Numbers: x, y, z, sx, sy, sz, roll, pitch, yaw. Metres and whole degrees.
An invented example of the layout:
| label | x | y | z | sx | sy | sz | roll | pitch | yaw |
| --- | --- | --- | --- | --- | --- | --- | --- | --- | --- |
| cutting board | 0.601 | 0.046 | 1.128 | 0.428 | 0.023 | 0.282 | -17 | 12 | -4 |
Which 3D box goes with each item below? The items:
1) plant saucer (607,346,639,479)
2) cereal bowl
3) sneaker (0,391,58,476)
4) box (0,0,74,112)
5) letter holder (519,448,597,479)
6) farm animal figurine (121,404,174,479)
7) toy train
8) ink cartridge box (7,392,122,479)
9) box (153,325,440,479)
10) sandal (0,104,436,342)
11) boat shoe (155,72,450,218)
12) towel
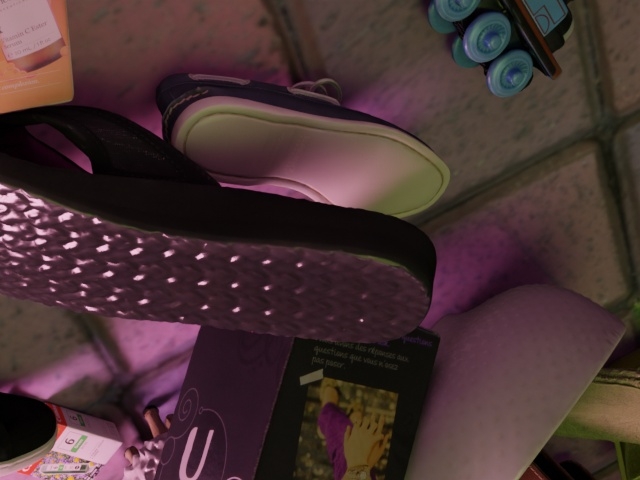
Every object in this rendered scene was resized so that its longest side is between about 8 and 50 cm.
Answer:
| label | x | y | z | sx | sy | sz | roll | pitch | yaw |
| --- | --- | --- | --- | --- | --- | --- | --- | --- | --- |
| plant saucer | 0.387 | 0.157 | 1.620 | 0.188 | 0.045 | 0.188 | -27 | 135 | -6 |
| cereal bowl | 0.124 | 0.169 | 1.358 | 0.339 | 0.141 | 0.339 | -51 | 171 | -11 |
| sneaker | -0.304 | 0.122 | 1.180 | 0.217 | 0.079 | 0.121 | 2 | 126 | -26 |
| box | -0.237 | -0.170 | 0.965 | 0.130 | 0.091 | 0.170 | -14 | 133 | -18 |
| letter holder | 0.161 | 0.351 | 1.608 | 0.302 | 0.214 | 0.152 | -49 | 165 | 14 |
| farm animal figurine | -0.096 | 0.336 | 1.414 | 0.330 | 0.172 | 0.327 | 21 | 115 | -39 |
| toy train | 0.138 | -0.191 | 1.166 | 0.105 | 0.080 | 0.184 | -42 | 135 | 1 |
| ink cartridge box | -0.236 | 0.175 | 1.302 | 0.115 | 0.029 | 0.063 | 24 | 113 | -41 |
| box | -0.033 | 0.181 | 1.226 | 0.143 | 0.165 | 0.270 | 24 | 75 | -30 |
| sandal | -0.136 | -0.020 | 1.097 | 0.446 | 0.107 | 0.167 | 11 | 146 | -7 |
| boat shoe | -0.012 | -0.076 | 1.178 | 0.254 | 0.079 | 0.095 | 7 | 125 | -30 |
| towel | 0.273 | 0.165 | 1.530 | 0.148 | 0.027 | 0.110 | 2 | 137 | 15 |
